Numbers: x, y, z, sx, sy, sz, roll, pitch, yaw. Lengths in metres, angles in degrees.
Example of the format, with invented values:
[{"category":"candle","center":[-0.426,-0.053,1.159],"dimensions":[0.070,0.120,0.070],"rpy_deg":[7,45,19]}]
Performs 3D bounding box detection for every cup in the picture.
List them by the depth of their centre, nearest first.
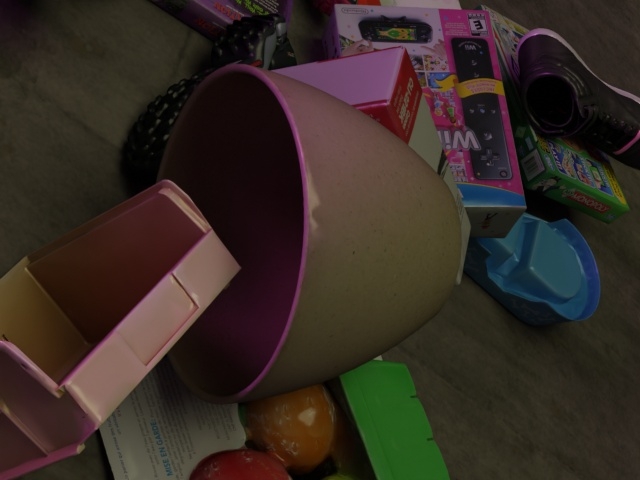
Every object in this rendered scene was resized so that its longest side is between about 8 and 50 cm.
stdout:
[{"category":"cup","center":[0.000,0.000,1.446],"dimensions":[0.237,0.331,0.331],"rpy_deg":[4,65,-32]}]

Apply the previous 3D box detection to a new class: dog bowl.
[{"category":"dog bowl","center":[0.265,0.006,1.983],"dimensions":[0.297,0.074,0.166],"rpy_deg":[39,45,-20]}]

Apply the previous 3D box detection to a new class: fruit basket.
[{"category":"fruit basket","center":[-0.045,0.261,1.507],"dimensions":[0.353,0.165,0.327],"rpy_deg":[-11,67,-25]}]

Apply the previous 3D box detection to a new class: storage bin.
[{"category":"storage bin","center":[-0.241,0.091,1.309],"dimensions":[0.123,0.260,0.262],"rpy_deg":[54,42,-12]}]

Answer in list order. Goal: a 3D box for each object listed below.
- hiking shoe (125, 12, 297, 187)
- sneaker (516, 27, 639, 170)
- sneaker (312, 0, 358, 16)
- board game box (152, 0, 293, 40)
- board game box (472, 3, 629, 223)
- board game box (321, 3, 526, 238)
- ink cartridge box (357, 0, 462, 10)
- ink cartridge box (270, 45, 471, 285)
[{"category":"hiking shoe","center":[-0.107,-0.144,1.681],"dimensions":[0.304,0.113,0.132],"rpy_deg":[-51,125,-36]},{"category":"sneaker","center":[0.389,-0.167,2.039],"dimensions":[0.295,0.104,0.147],"rpy_deg":[39,35,-11]},{"category":"sneaker","center":[0.052,-0.436,1.967],"dimensions":[0.112,0.121,0.299],"rpy_deg":[20,60,-20]},{"category":"board game box","center":[-0.178,-0.381,1.794],"dimensions":[0.346,0.056,0.208],"rpy_deg":[31,45,-28]},{"category":"board game box","center":[0.334,-0.189,2.124],"dimensions":[0.213,0.046,0.317],"rpy_deg":[18,45,-43]},{"category":"board game box","center":[0.130,-0.156,1.865],"dimensions":[0.224,0.097,0.303],"rpy_deg":[0,65,-14]},{"category":"ink cartridge box","center":[0.090,-0.400,2.058],"dimensions":[0.232,0.066,0.189],"rpy_deg":[1,67,-48]},{"category":"ink cartridge box","center":[0.039,-0.067,1.635],"dimensions":[0.114,0.197,0.273],"rpy_deg":[-74,148,-45]}]
